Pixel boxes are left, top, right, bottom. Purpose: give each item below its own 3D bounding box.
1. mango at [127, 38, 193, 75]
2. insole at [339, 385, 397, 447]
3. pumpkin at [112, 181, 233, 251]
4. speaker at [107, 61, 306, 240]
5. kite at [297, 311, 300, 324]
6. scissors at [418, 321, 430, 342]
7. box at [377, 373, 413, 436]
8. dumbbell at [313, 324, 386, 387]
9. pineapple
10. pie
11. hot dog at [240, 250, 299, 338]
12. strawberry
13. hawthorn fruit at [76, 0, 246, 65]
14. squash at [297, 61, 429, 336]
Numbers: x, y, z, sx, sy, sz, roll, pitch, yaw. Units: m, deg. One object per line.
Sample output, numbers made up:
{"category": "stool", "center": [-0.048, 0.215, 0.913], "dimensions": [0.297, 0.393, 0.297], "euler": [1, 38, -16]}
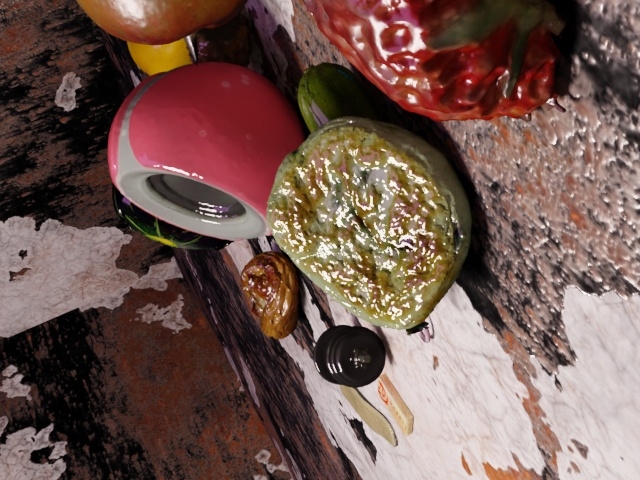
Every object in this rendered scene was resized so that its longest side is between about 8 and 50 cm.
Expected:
{"category": "mango", "center": [-0.258, -0.368, 1.443], "dimensions": [0.254, 0.139, 0.176], "euler": [-169, 79, -68]}
{"category": "insole", "center": [0.086, 0.324, 1.580], "dimensions": [0.248, 0.011, 0.081], "euler": [28, 139, 67]}
{"category": "pumpkin", "center": [-0.275, -0.122, 1.733], "dimensions": [0.296, 0.295, 0.296], "euler": [58, 163, 29]}
{"category": "speaker", "center": [-0.154, -0.124, 1.213], "dimensions": [0.294, 0.294, 0.294], "euler": [58, 163, 29]}
{"category": "kite", "center": [-0.087, 0.117, 1.865], "dimensions": [0.183, 0.010, 0.160], "euler": [60, 162, 17]}
{"category": "scissors", "center": [0.103, 0.051, 1.078], "dimensions": [0.085, 0.022, 0.176], "euler": [44, 157, 62]}
{"category": "box", "center": [0.121, 0.269, 1.363], "dimensions": [0.093, 0.015, 0.058], "euler": [55, 160, 35]}
{"category": "dumbbell", "center": [0.045, 0.185, 1.336], "dimensions": [0.099, 0.099, 0.208], "euler": [66, 165, -1]}
{"category": "pineapple", "center": [-0.156, -0.277, 1.321], "dimensions": [0.108, 0.108, 0.198], "euler": [59, 163, 26]}
{"category": "pie", "center": [0.049, -0.015, 0.879], "dimensions": [0.240, 0.054, 0.241], "euler": [12, 113, 31]}
{"category": "hot dog", "center": [-0.097, 0.114, 1.721], "dimensions": [0.160, 0.099, 0.227], "euler": [56, 157, 28]}
{"category": "strawberry", "center": [0.046, -0.213, 0.630], "dimensions": [0.280, 0.150, 0.253], "euler": [47, 156, 47]}
{"category": "hawthorn fruit", "center": [-0.200, -0.369, 1.061], "dimensions": [0.268, 0.267, 0.301], "euler": [47, 158, 51]}
{"category": "squash", "center": [0.061, -0.047, 0.944], "dimensions": [0.087, 0.087, 0.332], "euler": [171, 78, -75]}
